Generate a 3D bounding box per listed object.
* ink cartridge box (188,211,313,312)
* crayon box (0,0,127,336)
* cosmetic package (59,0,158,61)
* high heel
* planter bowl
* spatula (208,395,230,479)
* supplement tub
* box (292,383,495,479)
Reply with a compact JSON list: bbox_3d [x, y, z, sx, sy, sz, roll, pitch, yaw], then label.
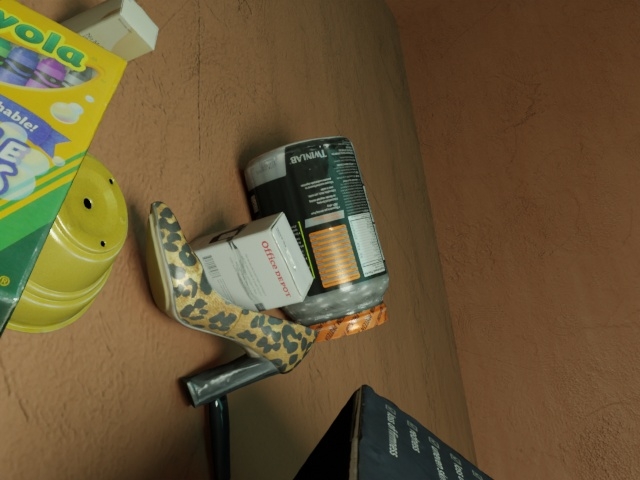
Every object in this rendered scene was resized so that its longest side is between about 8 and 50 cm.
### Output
[{"bbox_3d":[-0.099,0.038,0.848,0.109,0.150,0.063,66,24,-19],"label":"ink cartridge box"},{"bbox_3d":[-0.286,-0.102,0.487,0.203,0.083,0.323,25,45,-22],"label":"crayon box"},{"bbox_3d":[-0.251,-0.230,0.718,0.060,0.115,0.041,45,36,-49],"label":"cosmetic package"},{"bbox_3d":[-0.107,0.058,0.781,0.186,0.093,0.261,-19,106,-25],"label":"high heel"},{"bbox_3d":[-0.255,-0.026,0.609,0.217,0.090,0.217,47,34,-47],"label":"planter bowl"},{"bbox_3d":[-0.112,0.327,0.786,0.084,0.030,0.296,8,68,-63],"label":"spatula"},{"bbox_3d":[0.000,0.000,1.053,0.193,0.194,0.316,-10,86,-68],"label":"supplement tub"},{"bbox_3d":[0.139,0.415,0.479,0.472,0.297,0.480,34,4,3],"label":"box"}]
